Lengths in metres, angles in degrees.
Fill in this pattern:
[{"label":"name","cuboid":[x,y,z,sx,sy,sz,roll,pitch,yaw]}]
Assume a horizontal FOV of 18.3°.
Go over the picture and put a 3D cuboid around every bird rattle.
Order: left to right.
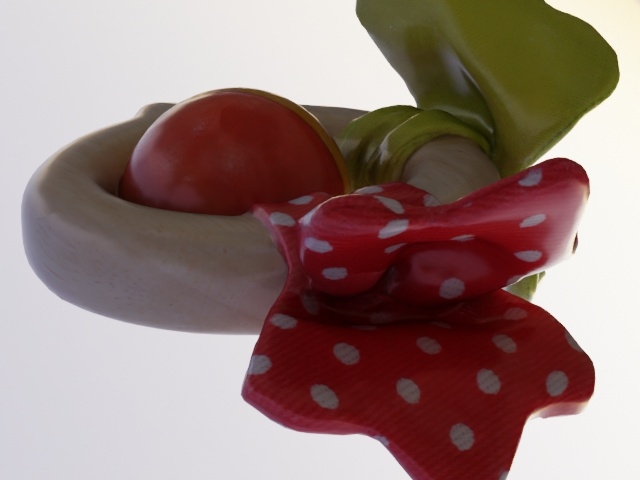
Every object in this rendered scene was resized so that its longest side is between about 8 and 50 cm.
[{"label":"bird rattle","cuboid":[0.000,0.000,0.671,0.207,0.143,0.253,2,-151,16]}]
